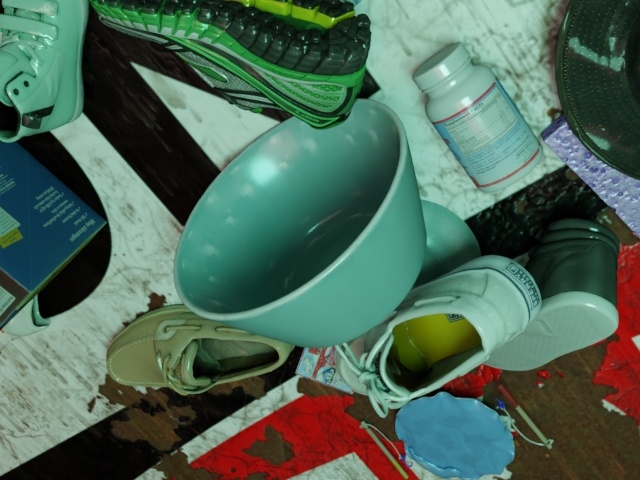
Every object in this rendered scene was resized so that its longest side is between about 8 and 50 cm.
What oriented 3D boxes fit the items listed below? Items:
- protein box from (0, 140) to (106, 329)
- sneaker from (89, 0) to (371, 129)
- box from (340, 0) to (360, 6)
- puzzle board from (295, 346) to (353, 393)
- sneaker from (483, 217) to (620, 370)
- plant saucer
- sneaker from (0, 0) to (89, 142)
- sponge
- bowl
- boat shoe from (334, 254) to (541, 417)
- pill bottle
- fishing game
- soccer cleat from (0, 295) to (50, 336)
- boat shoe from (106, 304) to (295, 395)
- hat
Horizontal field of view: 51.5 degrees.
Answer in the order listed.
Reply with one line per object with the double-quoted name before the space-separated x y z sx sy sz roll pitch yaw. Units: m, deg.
"protein box" -0.447 -0.012 0.901 0.201 0.200 0.136 44 119 -13
"sneaker" -0.114 -0.214 0.742 0.343 0.134 0.146 26 143 16
"box" -0.029 -0.297 0.748 0.094 0.027 0.137 -33 107 26
"puzzle board" 0.023 0.174 1.006 0.096 0.011 0.128 20 121 2
"sneaker" 0.272 0.071 0.847 0.104 0.147 0.296 32 152 -8
"plant saucer" 0.118 0.038 0.895 0.195 0.037 0.195 6 119 10
"sneaker" -0.349 -0.241 0.781 0.094 0.151 0.256 10 119 10
"sponge" 0.371 -0.089 0.768 0.210 0.031 0.117 41 119 -11
"bowl" 0.000 0.000 0.777 0.311 0.311 0.163 -25 129 24
"boat shoe" 0.096 0.146 0.812 0.136 0.156 0.367 56 142 0
"pill bottle" 0.175 -0.140 0.753 0.087 0.087 0.160 -31 107 26
"fishing game" 0.207 0.298 1.018 0.264 0.041 0.189 -31 108 34
"soccer cleat" -0.483 0.063 1.036 0.076 0.068 0.196 -9 118 1
"boat shoe" -0.194 0.166 0.994 0.341 0.110 0.122 -18 113 21
"hat" 0.405 -0.174 0.633 0.331 0.134 0.331 2 114 5
